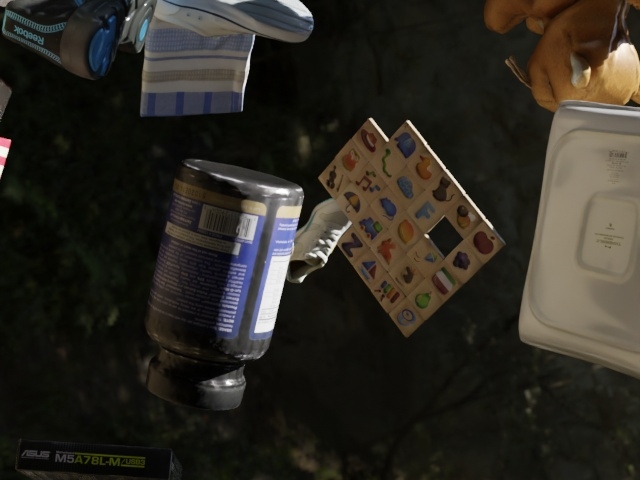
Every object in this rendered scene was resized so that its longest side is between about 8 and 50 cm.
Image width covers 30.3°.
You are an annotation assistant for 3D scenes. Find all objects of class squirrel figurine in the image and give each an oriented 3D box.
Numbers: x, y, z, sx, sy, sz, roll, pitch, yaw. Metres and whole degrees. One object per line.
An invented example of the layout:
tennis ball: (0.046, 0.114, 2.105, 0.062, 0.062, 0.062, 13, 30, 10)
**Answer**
squirrel figurine: (0.415, -0.381, 1.718, 0.397, 0.281, 0.370, -23, -116, 42)

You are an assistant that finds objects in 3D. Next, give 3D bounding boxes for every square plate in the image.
square plate: (0.378, -0.003, 1.501, 0.347, 0.049, 0.344, 16, -81, 58)

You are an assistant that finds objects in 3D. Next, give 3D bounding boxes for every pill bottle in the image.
pill bottle: (-0.097, 0.042, 1.113, 0.123, 0.123, 0.219, -143, -114, -72)

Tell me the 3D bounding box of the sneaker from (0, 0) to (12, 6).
sneaker: (-0.445, -0.499, 1.874, 0.153, 0.269, 0.101, 53, 9, -29)

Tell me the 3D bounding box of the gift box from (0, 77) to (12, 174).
gift box: (-0.528, -0.121, 1.405, 0.255, 0.258, 0.276, 48, 59, -81)

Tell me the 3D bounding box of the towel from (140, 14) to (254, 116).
towel: (-0.221, -0.345, 2.175, 0.285, 0.209, 0.034, 105, -28, -41)

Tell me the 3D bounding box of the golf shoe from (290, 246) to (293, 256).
golf shoe: (-0.118, 0.014, 1.579, 0.067, 0.186, 0.086, 61, 26, -29)

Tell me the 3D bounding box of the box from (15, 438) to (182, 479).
box: (-0.270, 0.285, 1.475, 0.190, 0.184, 0.045, 96, -4, -72)

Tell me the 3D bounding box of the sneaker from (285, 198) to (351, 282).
sneaker: (0.000, 0.000, 2.436, 0.228, 0.087, 0.092, -46, -144, 37)

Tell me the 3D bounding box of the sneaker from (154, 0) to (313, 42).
sneaker: (-0.140, -0.355, 1.827, 0.091, 0.258, 0.094, 119, -13, -55)

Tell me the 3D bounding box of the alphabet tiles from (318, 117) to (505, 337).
alphabet tiles: (0.097, -0.027, 1.477, 0.237, 0.009, 0.198, 54, -52, 16)

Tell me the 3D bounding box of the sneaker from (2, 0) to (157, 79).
sneaker: (-0.311, -0.316, 1.600, 0.341, 0.140, 0.125, -66, 173, -70)
